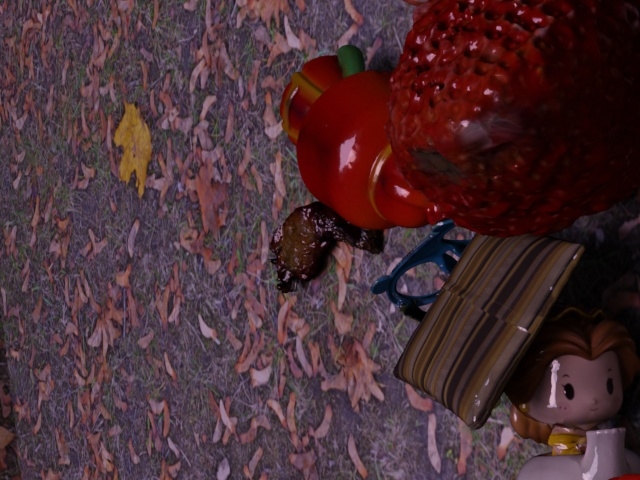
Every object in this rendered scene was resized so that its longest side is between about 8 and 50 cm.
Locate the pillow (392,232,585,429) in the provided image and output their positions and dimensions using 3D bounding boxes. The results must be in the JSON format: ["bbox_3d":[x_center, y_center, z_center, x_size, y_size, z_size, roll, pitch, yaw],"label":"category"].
[{"bbox_3d":[0.166,0.075,1.625,0.208,0.052,0.212,-60,21,-2],"label":"pillow"}]

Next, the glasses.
[{"bbox_3d":[0.184,0.073,1.818,0.207,0.102,0.239,53,141,4],"label":"glasses"}]

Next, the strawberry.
[{"bbox_3d":[0.199,-0.121,1.534,0.310,0.292,0.291,-83,17,-47],"label":"strawberry"}]

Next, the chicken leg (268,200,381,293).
[{"bbox_3d":[0.000,0.000,2.131,0.253,0.051,0.105,-23,78,57],"label":"chicken leg"}]

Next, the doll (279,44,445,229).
[{"bbox_3d":[0.062,-0.108,1.911,0.363,0.160,0.182,42,120,50],"label":"doll"}]

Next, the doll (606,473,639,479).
[{"bbox_3d":[0.320,0.301,1.436,0.384,0.099,0.188,-15,87,41],"label":"doll"}]

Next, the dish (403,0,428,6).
[{"bbox_3d":[0.158,-0.392,1.810,0.260,0.085,0.260,0,90,58],"label":"dish"}]

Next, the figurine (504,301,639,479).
[{"bbox_3d":[0.255,0.182,1.621,0.189,0.142,0.263,153,111,-68],"label":"figurine"}]
